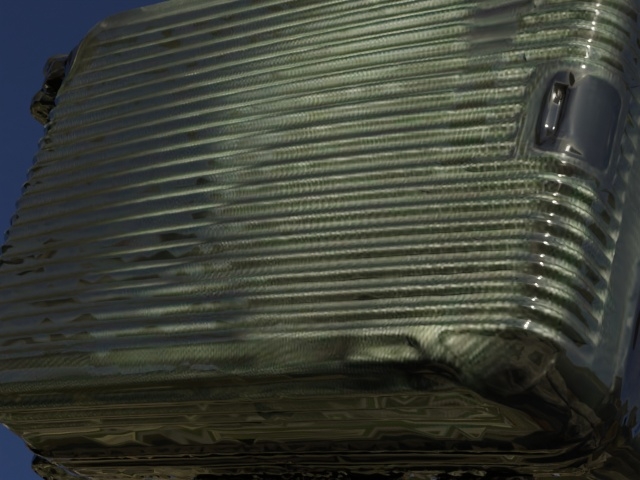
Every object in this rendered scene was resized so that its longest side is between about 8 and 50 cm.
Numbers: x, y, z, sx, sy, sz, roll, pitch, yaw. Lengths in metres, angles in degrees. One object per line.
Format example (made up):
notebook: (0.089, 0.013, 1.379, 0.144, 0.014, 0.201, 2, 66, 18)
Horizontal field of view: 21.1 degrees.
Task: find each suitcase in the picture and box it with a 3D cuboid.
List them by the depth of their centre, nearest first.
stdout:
suitcase: (0.000, 0.000, 0.652, 0.312, 0.202, 0.128, -5, -33, 38)
